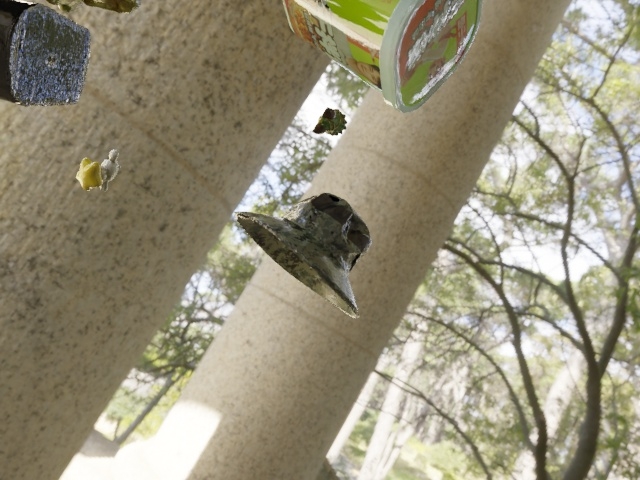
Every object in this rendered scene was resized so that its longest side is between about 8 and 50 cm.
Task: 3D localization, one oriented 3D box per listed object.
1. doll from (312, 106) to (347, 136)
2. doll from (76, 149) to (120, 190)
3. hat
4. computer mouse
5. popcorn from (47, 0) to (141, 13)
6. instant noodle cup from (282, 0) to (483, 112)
[{"bbox_3d":[0.030,-0.306,1.513,0.077,0.078,0.113,33,20,-2],"label":"doll"},{"bbox_3d":[-0.557,-0.179,1.478,0.071,0.135,0.113,46,15,12],"label":"doll"},{"bbox_3d":[0.000,0.000,0.885,0.266,0.128,0.265,41,-12,11],"label":"hat"},{"bbox_3d":[-0.504,-0.322,0.998,0.087,0.168,0.295,16,10,3],"label":"computer mouse"},{"bbox_3d":[-0.389,-0.488,0.897,0.290,0.326,0.321,39,-41,34],"label":"popcorn"},{"bbox_3d":[0.103,-0.441,1.085,0.308,0.294,0.294,38,-7,24],"label":"instant noodle cup"}]
